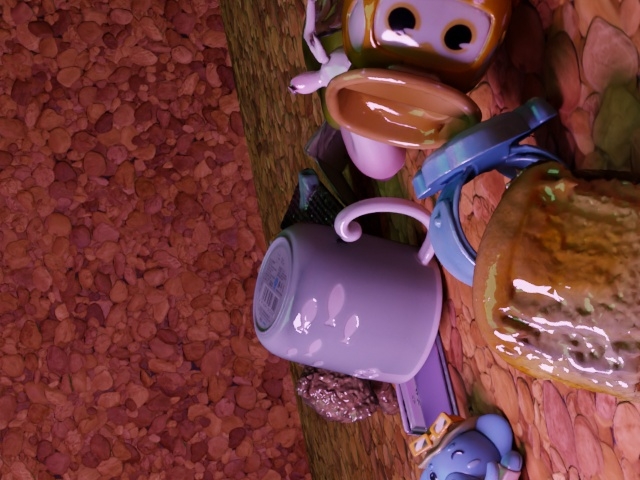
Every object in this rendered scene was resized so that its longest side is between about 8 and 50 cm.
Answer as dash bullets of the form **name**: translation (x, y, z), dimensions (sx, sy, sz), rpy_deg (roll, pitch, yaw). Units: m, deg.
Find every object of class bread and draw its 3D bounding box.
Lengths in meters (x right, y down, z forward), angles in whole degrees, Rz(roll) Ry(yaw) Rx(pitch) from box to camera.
- **bread**: translation (0.245, 0.057, 0.842), dimensions (0.204, 0.162, 0.262), rpy_deg (13, 123, 32)

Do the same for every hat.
- **hat**: translation (0.055, -0.176, 1.850), dimensions (0.244, 0.149, 0.214), rpy_deg (42, -176, -9)

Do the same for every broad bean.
- **broad bean**: translation (0.040, -0.348, 1.631), dimensions (0.238, 0.119, 0.291), rpy_deg (127, 132, -74)

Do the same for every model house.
- **model house**: translation (0.000, 0.000, 1.819), dimensions (0.280, 0.229, 0.249), rpy_deg (-129, 22, -51)

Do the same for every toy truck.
- **toy truck**: translation (0.121, -0.252, 1.049), dimensions (0.288, 0.204, 0.212), rpy_deg (122, 162, -76)

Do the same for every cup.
- **cup**: translation (0.055, 0.069, 1.480), dimensions (0.259, 0.274, 0.357), rpy_deg (-106, 35, -51)

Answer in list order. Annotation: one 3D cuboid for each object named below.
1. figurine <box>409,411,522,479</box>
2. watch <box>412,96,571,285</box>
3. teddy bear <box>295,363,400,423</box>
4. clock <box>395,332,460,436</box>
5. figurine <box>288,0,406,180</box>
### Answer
- **figurine**: translation (0.256, 0.381, 1.316), dimensions (0.262, 0.153, 0.180), rpy_deg (39, 132, 45)
- **watch**: translation (0.222, -0.044, 0.998), dimensions (0.193, 0.210, 0.211), rpy_deg (63, 166, 4)
- **teddy bear**: translation (0.062, 0.286, 1.733), dimensions (0.246, 0.223, 0.296), rpy_deg (34, 162, 7)
- **clock**: translation (0.193, 0.273, 1.603), dimensions (0.144, 0.073, 0.194), rpy_deg (135, 123, -76)
- **figurine**: translation (0.069, -0.288, 1.315), dimensions (0.316, 0.206, 0.284), rpy_deg (58, -129, -67)
